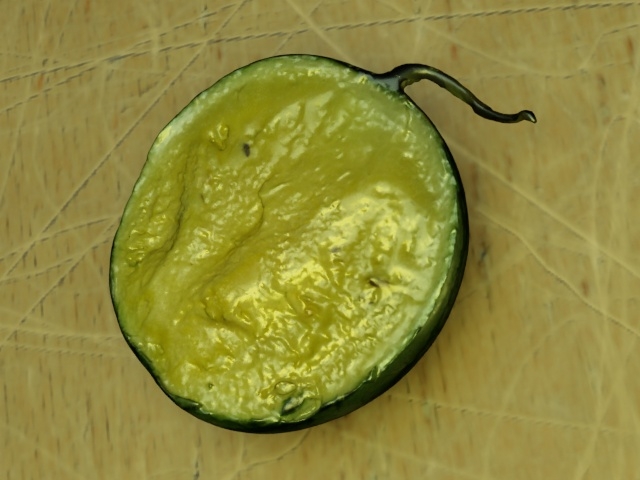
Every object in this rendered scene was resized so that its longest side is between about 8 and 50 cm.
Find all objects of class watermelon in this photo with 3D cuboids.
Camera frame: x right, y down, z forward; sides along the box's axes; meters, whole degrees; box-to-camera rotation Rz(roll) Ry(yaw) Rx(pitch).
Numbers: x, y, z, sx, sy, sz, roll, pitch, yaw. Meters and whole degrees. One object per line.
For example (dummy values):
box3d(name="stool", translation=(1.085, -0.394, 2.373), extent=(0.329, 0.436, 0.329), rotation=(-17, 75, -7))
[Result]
box3d(name="watermelon", translation=(-0.006, 0.005, 1.038), extent=(0.204, 0.127, 0.232), rotation=(25, 80, 27))
